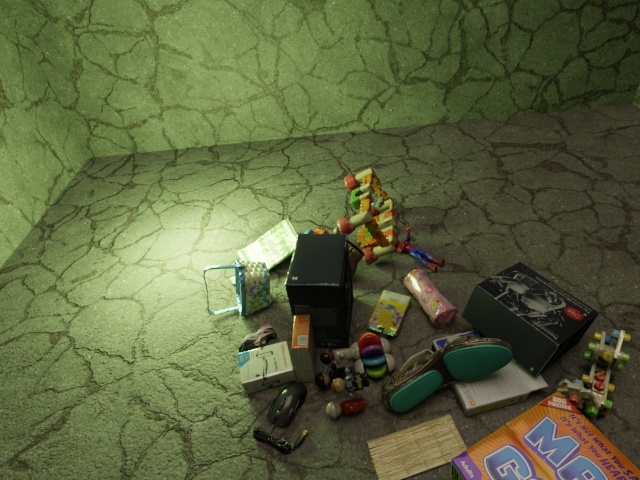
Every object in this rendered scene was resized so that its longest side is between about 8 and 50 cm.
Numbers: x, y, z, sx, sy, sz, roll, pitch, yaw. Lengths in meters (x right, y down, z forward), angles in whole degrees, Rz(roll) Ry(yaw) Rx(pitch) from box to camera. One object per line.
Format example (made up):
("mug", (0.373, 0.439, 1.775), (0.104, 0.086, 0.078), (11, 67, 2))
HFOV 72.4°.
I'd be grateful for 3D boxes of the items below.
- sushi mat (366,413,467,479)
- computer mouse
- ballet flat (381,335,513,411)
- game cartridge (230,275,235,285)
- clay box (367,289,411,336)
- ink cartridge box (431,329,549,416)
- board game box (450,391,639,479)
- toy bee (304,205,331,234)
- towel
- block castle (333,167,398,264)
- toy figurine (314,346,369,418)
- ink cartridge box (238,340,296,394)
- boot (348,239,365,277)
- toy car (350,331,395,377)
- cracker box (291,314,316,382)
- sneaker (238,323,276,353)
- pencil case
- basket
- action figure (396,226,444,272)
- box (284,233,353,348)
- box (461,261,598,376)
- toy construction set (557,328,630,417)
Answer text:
("sushi mat", (0.321, 0.696, 1.464), (0.317, 0.019, 0.151), (-15, 42, -8))
("computer mouse", (-0.111, 0.631, 1.586), (0.184, 0.060, 0.262), (20, 48, 30))
("ballet flat", (0.430, 0.443, 1.571), (0.483, 0.164, 0.182), (-29, 20, 7))
("game cartridge", (-0.403, 0.193, 2.179), (0.083, 0.017, 0.056), (-22, 46, -14))
("clay box", (0.295, 0.320, 1.877), (0.128, 0.053, 0.222), (13, 47, 24))
("ink cartridge box", (0.621, 0.472, 1.636), (0.308, 0.072, 0.303), (-11, 39, -6))
("board game box", (0.594, 0.699, 1.130), (0.357, 0.356, 0.356), (-26, 44, -11))
("toy bee", (0.000, 0.000, 2.251), (0.298, 0.162, 0.195), (-46, 57, -4))
("towel", (-0.260, 0.041, 2.239), (0.325, 0.038, 0.247), (-33, 43, -1))
("block castle", (0.224, -0.122, 2.202), (0.213, 0.303, 0.453), (-24, 33, 26))
("toy figurine", (0.071, 0.507, 1.580), (0.148, 0.209, 0.213), (-7, 38, -14))
("ink cartridge box", (-0.212, 0.501, 1.734), (0.203, 0.085, 0.148), (-15, 41, -6))
("boot", (0.076, 0.070, 2.063), (0.248, 0.206, 0.090), (38, 29, 20))
("toy car", (0.200, 0.437, 1.695), (0.159, 0.136, 0.181), (-10, 41, -2))
("cracker box", (-0.059, 0.419, 1.688), (0.067, 0.232, 0.155), (-4, 41, 4))
("sneaker", (-0.263, 0.427, 1.845), (0.178, 0.072, 0.077), (-36, 58, -20))
("pencil case", (0.473, 0.242, 1.886), (0.124, 0.124, 0.284), (-18, 40, -10))
("basket", (-0.372, 0.210, 1.973), (0.289, 0.254, 0.201), (-6, 33, -12))
("action figure", (0.464, 0.031, 2.123), (0.092, 0.138, 0.280), (-35, 44, -28))
("box", (0.010, 0.209, 1.795), (0.212, 0.395, 0.293), (0, 42, 11))
("box", (0.789, 0.283, 1.663), (0.313, 0.178, 0.343), (-19, 44, -34))
("toy construction set", (0.931, 0.463, 1.473), (0.328, 0.214, 0.151), (-35, 47, -27))
